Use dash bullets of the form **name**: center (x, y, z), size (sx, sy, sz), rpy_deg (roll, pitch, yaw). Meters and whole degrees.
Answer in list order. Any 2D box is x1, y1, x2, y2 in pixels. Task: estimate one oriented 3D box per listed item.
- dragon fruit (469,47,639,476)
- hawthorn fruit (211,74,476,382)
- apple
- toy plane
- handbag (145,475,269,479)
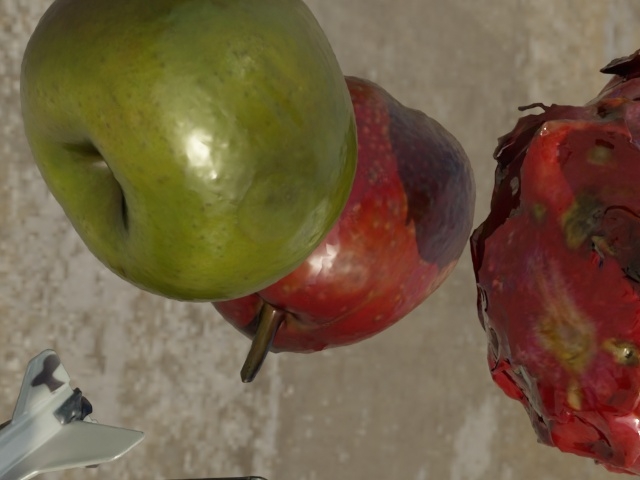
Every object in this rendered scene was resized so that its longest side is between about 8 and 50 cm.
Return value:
- **dragon fruit**: center (0.259, 0.038, 1.189), size (0.249, 0.371, 0.386), rpy_deg (-14, 75, -26)
- **hawthorn fruit**: center (0.000, 0.000, 1.504), size (0.369, 0.285, 0.285), rpy_deg (-62, 147, -35)
- **apple**: center (-0.070, -0.064, 0.796), size (0.157, 0.196, 0.196), rpy_deg (-29, 126, -25)
- **toy plane**: center (-0.210, 0.142, 0.784), size (0.082, 0.234, 0.160), rpy_deg (51, -13, 48)
- **handbag**: center (-0.207, 0.321, 1.142), size (0.160, 0.358, 0.236), rpy_deg (-88, 176, -80)
